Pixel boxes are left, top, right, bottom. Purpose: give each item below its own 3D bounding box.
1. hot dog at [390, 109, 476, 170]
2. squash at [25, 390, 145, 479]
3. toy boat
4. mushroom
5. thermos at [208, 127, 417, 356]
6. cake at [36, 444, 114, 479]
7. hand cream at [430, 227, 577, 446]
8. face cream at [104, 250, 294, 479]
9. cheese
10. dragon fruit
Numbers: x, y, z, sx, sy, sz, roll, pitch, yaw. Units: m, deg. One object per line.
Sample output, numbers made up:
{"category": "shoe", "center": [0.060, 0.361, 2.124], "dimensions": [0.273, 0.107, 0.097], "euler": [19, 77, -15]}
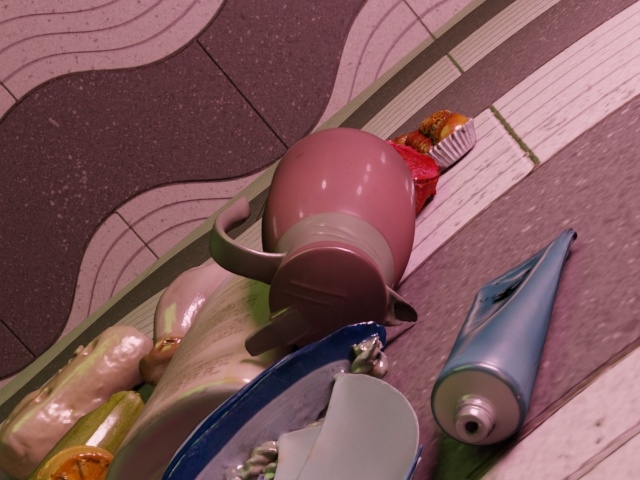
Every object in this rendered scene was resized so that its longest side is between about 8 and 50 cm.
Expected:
{"category": "hot dog", "center": [0.129, -0.118, 1.188], "dimensions": [0.099, 0.053, 0.192], "euler": [-37, 12, -3]}
{"category": "squash", "center": [-0.255, 0.242, 1.004], "dimensions": [0.069, 0.069, 0.239], "euler": [-31, 14, 44]}
{"category": "toy boat", "center": [-0.030, 0.148, 0.587], "dimensions": [0.210, 0.070, 0.291], "euler": [-41, 12, 6]}
{"category": "mushroom", "center": [-0.161, 0.099, 1.237], "dimensions": [0.097, 0.088, 0.212], "euler": [-2, 30, 17]}
{"category": "thermos", "center": [0.000, 0.000, 0.848], "dimensions": [0.265, 0.176, 0.146], "euler": [-75, 0, -69]}
{"category": "cake", "center": [-0.212, 0.227, 0.878], "dimensions": [0.084, 0.084, 0.044], "euler": [-45, 14, -23]}
{"category": "hand cream", "center": [0.109, 0.052, 0.576], "dimensions": [0.083, 0.048, 0.224], "euler": [-38, 5, 27]}
{"category": "face cream", "center": [-0.087, 0.112, 0.906], "dimensions": [0.173, 0.081, 0.348], "euler": [-41, 9, 16]}
{"category": "cheese", "center": [-0.351, 0.224, 1.378], "dimensions": [0.263, 0.093, 0.159], "euler": [-45, 10, -22]}
{"category": "dragon fruit", "center": [0.053, -0.043, 1.061], "dimensions": [0.153, 0.153, 0.111], "euler": [-65, -16, -67]}
